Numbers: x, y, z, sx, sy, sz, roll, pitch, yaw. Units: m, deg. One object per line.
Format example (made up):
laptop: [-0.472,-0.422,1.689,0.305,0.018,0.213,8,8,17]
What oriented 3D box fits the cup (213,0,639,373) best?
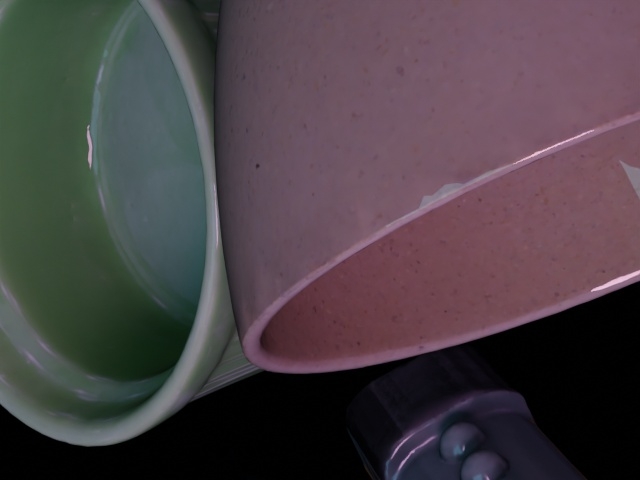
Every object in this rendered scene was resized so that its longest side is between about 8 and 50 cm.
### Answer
cup: [0.086,-0.108,0.707,0.331,0.331,0.237,-34,69,43]

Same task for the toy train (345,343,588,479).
toy train: [0.118,0.192,0.865,0.190,0.142,0.334,63,176,-22]

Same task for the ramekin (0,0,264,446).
ramekin: [-0.109,-0.042,0.911,0.303,0.148,0.303,12,107,43]
